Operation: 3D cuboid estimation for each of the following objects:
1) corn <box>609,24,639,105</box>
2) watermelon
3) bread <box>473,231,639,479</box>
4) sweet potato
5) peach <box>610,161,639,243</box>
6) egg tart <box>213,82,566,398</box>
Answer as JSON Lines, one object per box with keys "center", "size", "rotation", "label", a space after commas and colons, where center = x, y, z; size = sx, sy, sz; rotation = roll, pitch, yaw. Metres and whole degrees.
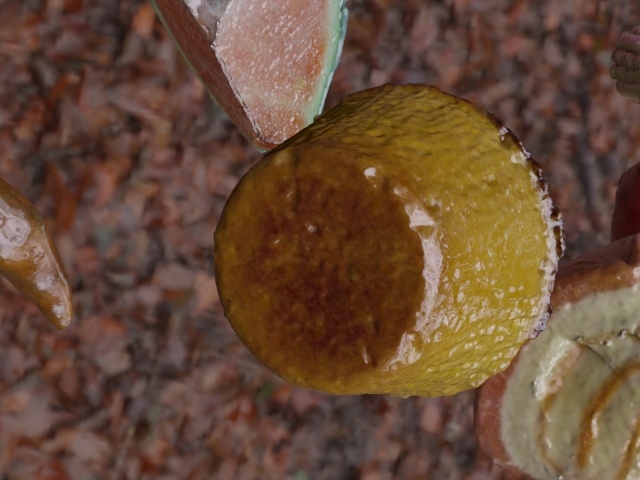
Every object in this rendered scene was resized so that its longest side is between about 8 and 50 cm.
{"center": [0.479, -0.226, 2.086], "size": [0.335, 0.126, 0.127], "rotation": [-84, 179, -73], "label": "corn"}
{"center": [-0.047, -0.196, 1.255], "size": [0.146, 0.128, 0.231], "rotation": [-37, 132, -10], "label": "watermelon"}
{"center": [0.226, 0.100, 1.131], "size": [0.123, 0.190, 0.244], "rotation": [-31, 142, -57], "label": "bread"}
{"center": [-0.421, -0.013, 1.985], "size": [0.359, 0.112, 0.112], "rotation": [45, 61, -36], "label": "sweet potato"}
{"center": [0.347, 0.010, 1.379], "size": [0.190, 0.192, 0.190], "rotation": [-18, 131, -22], "label": "peach"}
{"center": [0.036, 0.011, 0.964], "size": [0.171, 0.215, 0.215], "rotation": [-20, 120, -63], "label": "egg tart"}
